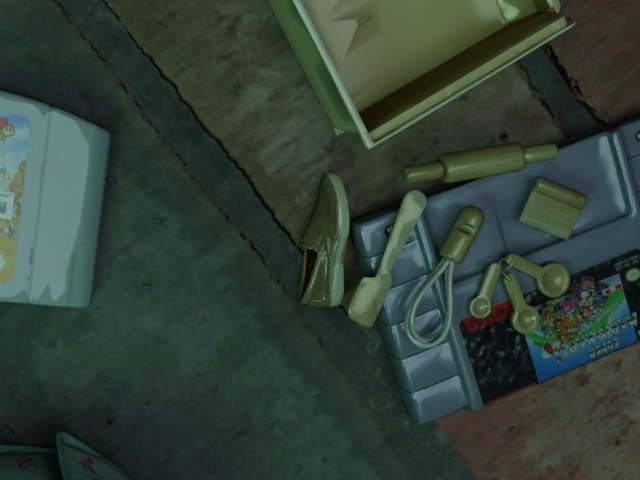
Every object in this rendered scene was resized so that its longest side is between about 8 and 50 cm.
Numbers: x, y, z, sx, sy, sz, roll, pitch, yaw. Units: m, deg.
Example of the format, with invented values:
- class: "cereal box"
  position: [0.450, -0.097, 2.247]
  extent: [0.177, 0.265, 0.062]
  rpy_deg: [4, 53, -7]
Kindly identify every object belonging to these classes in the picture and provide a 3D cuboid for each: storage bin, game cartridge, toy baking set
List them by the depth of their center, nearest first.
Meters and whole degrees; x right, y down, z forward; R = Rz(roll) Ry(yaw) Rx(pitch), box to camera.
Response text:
- class: "game cartridge"
  position: [-0.346, -0.048, 1.363]
  extent: [0.297, 0.062, 0.198]
  rpy_deg: [6, 99, -17]
- class: "storage bin"
  position: [0.077, -0.268, 1.427]
  extent: [0.260, 0.123, 0.262]
  rpy_deg: [-31, 104, -11]
- class: "toy baking set"
  position: [0.149, 0.005, 1.473]
  extent: [0.256, 0.030, 0.196]
  rpy_deg: [-6, 98, -16]
- class: "game cartridge"
  position: [0.224, 0.028, 1.544]
  extent: [0.355, 0.068, 0.230]
  rpy_deg: [-21, 98, -14]

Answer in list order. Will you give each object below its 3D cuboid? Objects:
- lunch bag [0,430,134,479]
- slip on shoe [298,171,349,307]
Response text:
- class: "lunch bag"
  position: [-0.257, 0.276, 1.337]
  extent: [0.262, 0.223, 0.160]
  rpy_deg: [3, 103, -18]
- class: "slip on shoe"
  position: [0.000, 0.000, 1.476]
  extent: [0.041, 0.051, 0.135]
  rpy_deg: [-2, 105, -19]
